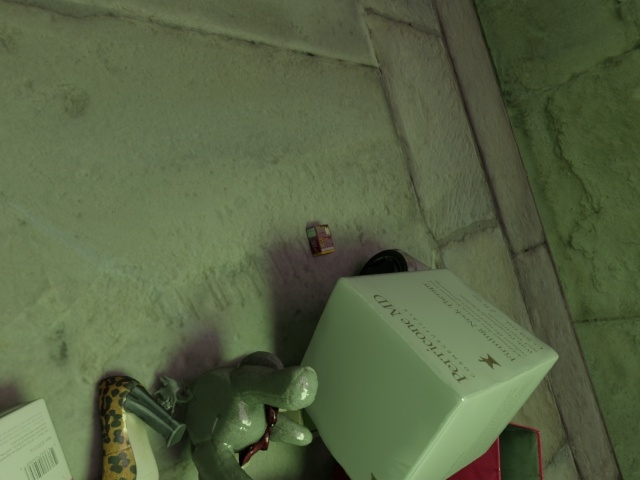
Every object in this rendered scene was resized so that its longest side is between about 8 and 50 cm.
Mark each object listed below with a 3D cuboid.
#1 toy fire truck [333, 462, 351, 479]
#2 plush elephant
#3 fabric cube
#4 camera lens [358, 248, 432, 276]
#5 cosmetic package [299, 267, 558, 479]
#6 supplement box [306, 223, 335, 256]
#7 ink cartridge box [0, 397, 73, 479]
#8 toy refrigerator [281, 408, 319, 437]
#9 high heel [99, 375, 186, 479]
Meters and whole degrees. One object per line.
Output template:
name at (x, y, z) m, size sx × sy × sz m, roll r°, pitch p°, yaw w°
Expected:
toy fire truck at (0.167, 0.644, 1.064) m, size 0.254 × 0.169 × 0.302 m, roll 11°, pitch 65°, yaw -67°
plush elephant at (-0.136, 0.358, 0.821) m, size 0.255 × 0.329 × 0.272 m, roll 41°, pitch 64°, yaw -52°
fabric cube at (0.481, 0.678, 1.241) m, size 0.254 × 0.258 × 0.259 m, roll 26°, pitch 60°, yaw -34°
camera lens at (0.256, 0.166, 1.232) m, size 0.274 × 0.219 × 0.220 m, roll 29°, pitch 59°, yaw -31°
cosmetic package at (0.215, 0.289, 0.899) m, size 0.393 × 0.328 × 0.329 m, roll 0°, pitch 32°, yaw -41°
supplement box at (0.000, 0.000, 1.180) m, size 0.055 × 0.043 × 0.083 m, roll -10°, pitch 84°, yaw -42°
ink cartridge box at (-0.430, 0.428, 0.548) m, size 0.207 × 0.119 × 0.354 m, roll -13°, pitch 83°, yaw -84°
toy refrigerator at (0.030, 0.416, 1.039) m, size 0.269 × 0.094 × 0.102 m, roll 5°, pitch 73°, yaw -40°
high heel at (-0.373, 0.383, 0.732) m, size 0.261 × 0.186 × 0.093 m, roll -59°, pitch 161°, yaw -6°
